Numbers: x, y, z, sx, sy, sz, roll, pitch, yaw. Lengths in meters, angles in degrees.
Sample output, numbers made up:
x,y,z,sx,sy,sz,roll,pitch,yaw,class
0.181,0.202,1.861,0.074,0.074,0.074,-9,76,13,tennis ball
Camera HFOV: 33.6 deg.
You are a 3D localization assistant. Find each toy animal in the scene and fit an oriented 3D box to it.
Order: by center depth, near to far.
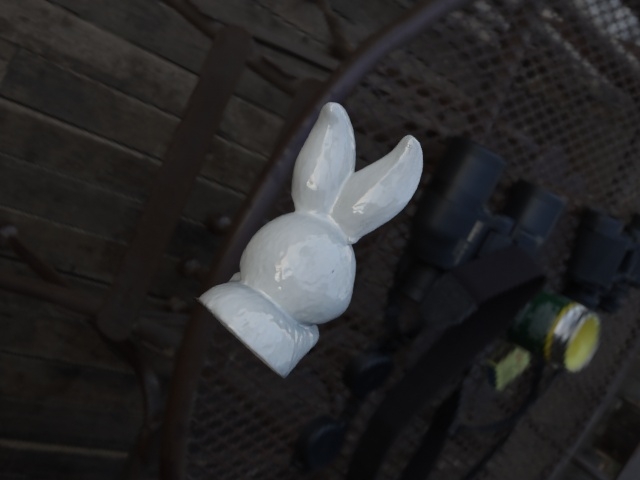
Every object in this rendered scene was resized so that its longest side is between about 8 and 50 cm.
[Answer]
x,y,z,sx,sy,sz,roll,pitch,yaw,class
-0.003,0.001,0.904,0.221,0.104,0.131,-53,160,-9,toy animal
